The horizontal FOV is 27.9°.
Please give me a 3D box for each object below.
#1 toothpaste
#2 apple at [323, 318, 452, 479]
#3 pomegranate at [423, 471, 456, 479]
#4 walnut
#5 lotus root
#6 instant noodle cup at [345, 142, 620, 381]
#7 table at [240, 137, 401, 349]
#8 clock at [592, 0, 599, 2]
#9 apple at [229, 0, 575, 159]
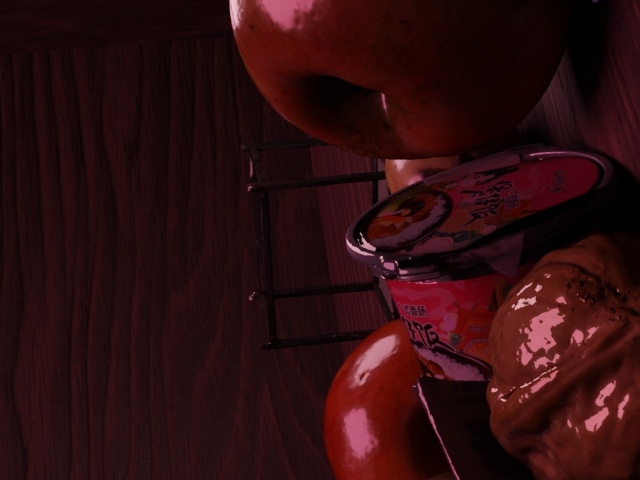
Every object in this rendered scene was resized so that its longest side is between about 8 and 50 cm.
[{"bbox_3d":[0.186,0.165,1.091,0.099,0.282,0.068,35,107,40],"label":"toothpaste"},{"bbox_3d":[0.132,0.231,1.582,0.206,0.252,0.271,-179,100,-68],"label":"apple"},{"bbox_3d":[0.186,0.356,1.163,0.323,0.291,0.290,4,101,59],"label":"pomegranate"},{"bbox_3d":[0.217,0.098,0.966,0.245,0.198,0.198,93,170,-65],"label":"walnut"},{"bbox_3d":[0.152,-0.083,1.476,0.310,0.183,0.182,-104,10,-65],"label":"lotus root"},{"bbox_3d":[0.171,0.043,1.211,0.258,0.302,0.181,-2,113,42],"label":"instant noodle cup"},{"bbox_3d":[0.000,0.000,2.409,0.222,0.272,0.335,-108,14,-64],"label":"table"},{"bbox_3d":[0.218,-0.320,1.015,0.274,0.094,0.223,95,169,-54],"label":"clock"},{"bbox_3d":[0.078,-0.255,1.261,0.338,0.339,0.305,102,-174,-69],"label":"apple"}]
